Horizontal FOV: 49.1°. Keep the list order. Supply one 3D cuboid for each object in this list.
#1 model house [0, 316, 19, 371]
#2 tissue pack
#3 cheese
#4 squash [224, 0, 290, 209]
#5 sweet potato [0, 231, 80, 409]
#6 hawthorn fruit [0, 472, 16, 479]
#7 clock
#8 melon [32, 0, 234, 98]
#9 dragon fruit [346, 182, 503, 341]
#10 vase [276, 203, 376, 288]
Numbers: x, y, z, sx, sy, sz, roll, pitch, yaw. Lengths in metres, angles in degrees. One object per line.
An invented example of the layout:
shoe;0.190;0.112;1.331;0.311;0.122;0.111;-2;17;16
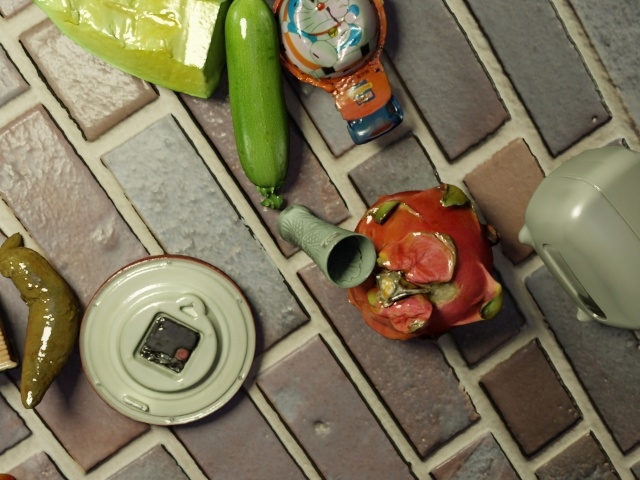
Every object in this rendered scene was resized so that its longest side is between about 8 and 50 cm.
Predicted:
model house;-0.623;0.196;1.196;0.183;0.166;0.172;-18;114;-21
tissue pack;0.542;0.009;1.305;0.236;0.229;0.333;-41;101;-4
cheese;0.036;-0.333;1.236;0.217;0.129;0.329;-28;101;-3
squash;-0.107;-0.232;1.218;0.102;0.101;0.378;-8;115;-8
sweet potato;-0.483;0.131;1.222;0.124;0.098;0.309;-2;77;-46
hawthorn fruit;-0.581;0.460;1.267;0.077;0.077;0.077;-1;97;-9
clock;-0.274;0.183;1.277;0.319;0.080;0.318;-1;97;-8
melon;-0.311;-0.377;1.180;0.324;0.124;0.196;15;87;-7
dragon fruit;0.192;0.051;1.261;0.306;0.226;0.305;-1;95;-7
vase;0.000;0.000;1.222;0.096;0.219;0.096;-11;113;-26
